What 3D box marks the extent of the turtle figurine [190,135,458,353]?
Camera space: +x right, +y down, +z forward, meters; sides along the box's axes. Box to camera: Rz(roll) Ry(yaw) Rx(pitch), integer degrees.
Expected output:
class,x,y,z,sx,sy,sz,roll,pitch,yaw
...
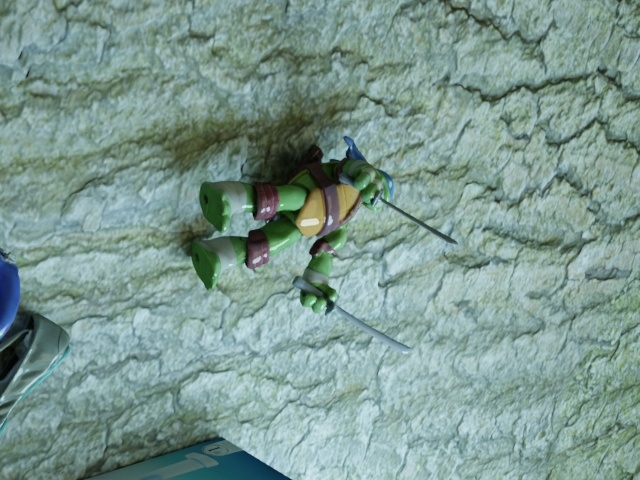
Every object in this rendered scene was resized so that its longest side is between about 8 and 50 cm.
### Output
class,x,y,z,sx,sy,sz,roll,pitch,yaw
turtle figurine,0.000,0.000,2.057,0.266,0.198,0.274,-10,75,-25

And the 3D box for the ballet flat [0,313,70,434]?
class,x,y,z,sx,sy,sz,roll,pitch,yaw
ballet flat,-0.359,0.170,1.900,0.068,0.072,0.213,43,74,-20

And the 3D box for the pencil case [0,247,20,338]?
class,x,y,z,sx,sy,sz,roll,pitch,yaw
pencil case,-0.399,-0.013,1.708,0.133,0.119,0.306,-44,136,-17

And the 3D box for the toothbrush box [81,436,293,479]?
class,x,y,z,sx,sy,sz,roll,pitch,yaw
toothbrush box,-0.164,0.360,2.077,0.296,0.216,0.126,-12,117,-44
